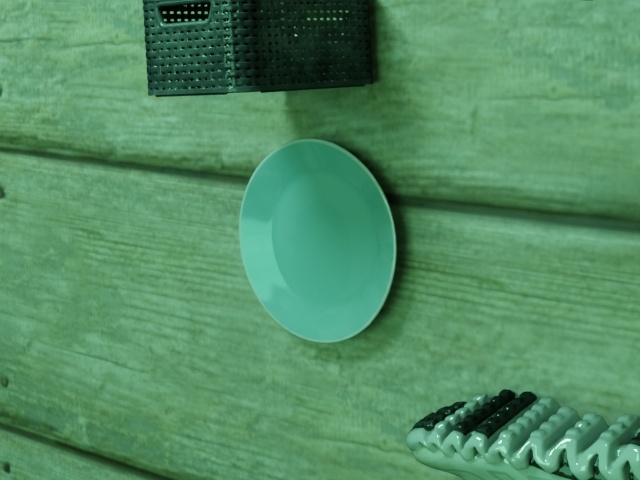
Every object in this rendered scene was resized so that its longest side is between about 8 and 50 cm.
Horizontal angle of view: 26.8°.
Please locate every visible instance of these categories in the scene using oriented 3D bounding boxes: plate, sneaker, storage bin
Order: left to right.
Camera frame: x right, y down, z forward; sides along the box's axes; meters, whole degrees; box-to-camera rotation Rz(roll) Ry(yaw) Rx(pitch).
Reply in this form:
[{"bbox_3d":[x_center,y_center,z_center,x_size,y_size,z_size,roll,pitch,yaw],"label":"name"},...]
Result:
[{"bbox_3d":[-0.051,-0.168,1.142,0.122,0.180,0.084,3,98,40],"label":"storage bin"},{"bbox_3d":[0.000,0.000,1.230,0.188,0.024,0.188,7,101,39],"label":"plate"},{"bbox_3d":[0.192,0.189,1.052,0.292,0.110,0.118,4,108,40],"label":"sneaker"}]
